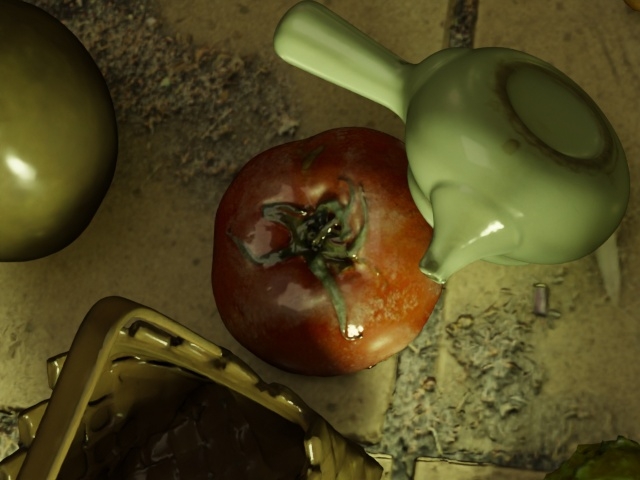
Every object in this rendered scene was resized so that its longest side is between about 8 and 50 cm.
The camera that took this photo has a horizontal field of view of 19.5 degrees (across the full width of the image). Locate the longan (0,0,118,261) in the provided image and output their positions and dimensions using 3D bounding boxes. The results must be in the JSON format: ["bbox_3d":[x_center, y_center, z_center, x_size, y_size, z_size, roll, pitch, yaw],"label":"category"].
[{"bbox_3d":[-0.324,-0.118,1.743,0.300,0.300,0.243,19,57,26],"label":"longan"}]

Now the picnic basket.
[{"bbox_3d":[-0.138,0.198,1.528,0.291,0.321,0.254,20,83,31],"label":"picnic basket"}]

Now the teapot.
[{"bbox_3d":[0.125,-0.103,1.605,0.149,0.220,0.318,-51,56,34],"label":"teapot"}]

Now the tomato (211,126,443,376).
[{"bbox_3d":[0.000,0.000,1.669,0.237,0.095,0.237,-7,69,19],"label":"tomato"}]

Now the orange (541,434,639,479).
[{"bbox_3d":[0.281,0.290,1.385,0.300,0.223,0.301,-12,75,11],"label":"orange"}]

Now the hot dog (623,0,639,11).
[{"bbox_3d":[0.317,-0.263,1.660,0.090,0.060,0.140,11,83,21],"label":"hot dog"}]
